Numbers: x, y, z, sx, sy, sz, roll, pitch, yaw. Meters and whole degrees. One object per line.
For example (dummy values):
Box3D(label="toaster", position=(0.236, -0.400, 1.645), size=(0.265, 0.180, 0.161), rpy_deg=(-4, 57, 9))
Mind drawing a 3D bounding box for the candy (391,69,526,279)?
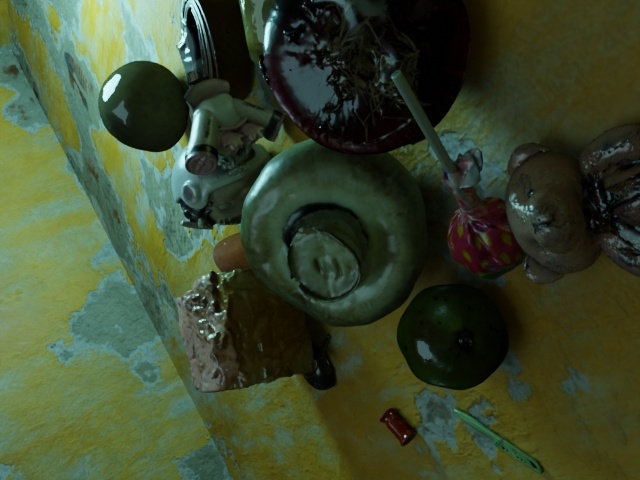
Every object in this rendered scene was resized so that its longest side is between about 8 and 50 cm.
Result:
Box3D(label="candy", position=(0.189, -0.086, 0.853), size=(0.124, 0.124, 0.365), rpy_deg=(14, 147, 53))

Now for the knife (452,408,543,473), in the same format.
Box3D(label="knife", position=(0.336, 0.382, 1.164), size=(0.207, 0.014, 0.030), rpy_deg=(28, 131, 45))

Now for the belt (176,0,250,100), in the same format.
Box3D(label="belt", position=(-0.249, -0.444, 1.405), size=(0.184, 0.105, 0.261), rpy_deg=(34, 137, 45))

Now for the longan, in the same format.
Box3D(label="longan", position=(-0.491, -0.376, 1.706), size=(0.258, 0.258, 0.257), rpy_deg=(36, 138, 40))

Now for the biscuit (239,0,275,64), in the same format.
Box3D(label="biscuit", position=(-0.057, -0.458, 1.090), size=(0.237, 0.062, 0.290), rpy_deg=(13, 122, 32))

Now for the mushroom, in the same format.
Box3D(label="mushroom", position=(0.022, -0.009, 1.077), size=(0.353, 0.260, 0.351), rpy_deg=(5, 112, 13))

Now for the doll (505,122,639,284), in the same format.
Box3D(label="doll", position=(0.348, -0.039, 0.723), size=(0.303, 0.156, 0.201), rpy_deg=(-9, 97, 54))

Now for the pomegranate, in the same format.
Box3D(label="pomegranate", position=(0.222, 0.165, 1.058), size=(0.186, 0.187, 0.225), rpy_deg=(62, 177, 6))

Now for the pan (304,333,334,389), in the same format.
Box3D(label="pan", position=(-0.020, 0.320, 1.634), size=(0.128, 0.048, 0.201), rpy_deg=(27, 132, 48))

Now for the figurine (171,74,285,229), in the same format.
Box3D(label="figurine", position=(-0.225, -0.187, 1.421), size=(0.210, 0.253, 0.361), rpy_deg=(61, 154, 25))

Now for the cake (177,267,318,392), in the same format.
Box3D(label="cake", position=(-0.209, 0.236, 1.604), size=(0.307, 0.294, 0.313), rpy_deg=(-22, 76, 60))

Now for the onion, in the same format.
Box3D(label="onion", position=(0.064, -0.283, 0.907), size=(0.314, 0.232, 0.313), rpy_deg=(4, 108, 12))

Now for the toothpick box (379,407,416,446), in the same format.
Box3D(label="toothpick box", position=(0.179, 0.432, 1.408), size=(0.083, 0.047, 0.047), rpy_deg=(44, 143, 33))

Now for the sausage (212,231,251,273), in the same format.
Box3D(label="sausage", position=(-0.224, 0.035, 1.696), size=(0.259, 0.114, 0.113), rpy_deg=(-14, 98, 58))
